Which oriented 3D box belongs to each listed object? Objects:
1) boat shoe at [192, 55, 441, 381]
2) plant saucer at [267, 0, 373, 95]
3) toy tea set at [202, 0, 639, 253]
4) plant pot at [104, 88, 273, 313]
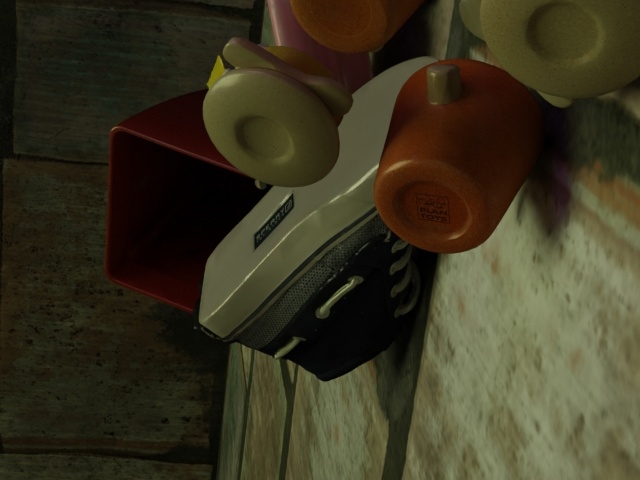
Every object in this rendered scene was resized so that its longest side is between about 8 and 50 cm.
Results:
[{"bbox_3d":[0.043,-0.006,0.942,0.340,0.158,0.127,-42,31,36],"label":"boat shoe"},{"bbox_3d":[0.004,-0.174,1.103,0.332,0.084,0.332,-12,-90,-89],"label":"plant saucer"},{"bbox_3d":[0.075,-0.134,0.590,0.336,0.200,0.124,-55,6,50],"label":"toy tea set"},{"bbox_3d":[-0.122,-0.064,1.528,0.236,0.267,0.267,-56,-17,-49],"label":"plant pot"}]
